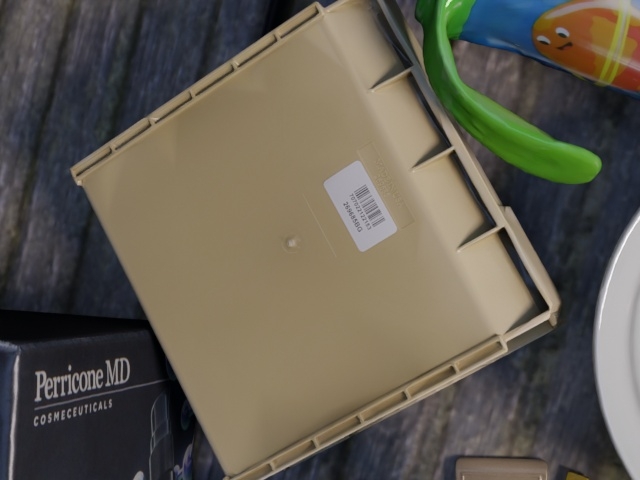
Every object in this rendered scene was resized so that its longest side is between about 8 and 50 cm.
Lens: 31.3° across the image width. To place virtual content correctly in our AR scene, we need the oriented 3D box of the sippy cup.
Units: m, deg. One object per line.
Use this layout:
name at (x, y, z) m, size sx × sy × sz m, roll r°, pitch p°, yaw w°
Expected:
sippy cup at (0.212, -0.191, 0.728) m, size 0.224 × 0.240 × 0.305 m, roll 29°, pitch 112°, yaw 3°

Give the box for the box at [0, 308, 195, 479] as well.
box at (-0.237, 0.249, 0.788) m, size 0.212 × 0.293 × 0.396 m, roll 2°, pitch 89°, yaw 15°

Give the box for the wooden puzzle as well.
wooden puzzle at (0.134, 0.196, 0.834) m, size 0.116 × 0.014 × 0.079 m, roll 6°, pitch 85°, yaw 15°

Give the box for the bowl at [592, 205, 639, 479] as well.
bowl at (0.324, 0.069, 0.724) m, size 0.297 × 0.134 × 0.298 m, roll -1°, pitch 88°, yaw 14°

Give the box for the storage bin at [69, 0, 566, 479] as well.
storage bin at (0.000, 0.000, 0.807) m, size 0.260 × 0.123 × 0.262 m, roll -31°, pitch 80°, yaw 18°
